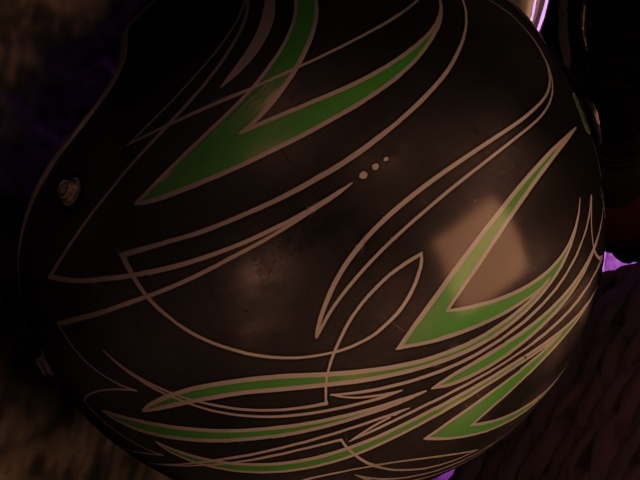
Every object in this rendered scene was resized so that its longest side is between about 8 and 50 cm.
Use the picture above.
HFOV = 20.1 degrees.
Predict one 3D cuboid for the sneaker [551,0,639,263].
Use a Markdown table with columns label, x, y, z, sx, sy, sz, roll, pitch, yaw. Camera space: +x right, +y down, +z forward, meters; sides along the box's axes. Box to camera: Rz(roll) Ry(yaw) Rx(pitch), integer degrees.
| label | x | y | z | sx | sy | sz | roll | pitch | yaw |
| --- | --- | --- | --- | --- | --- | --- | --- | --- | --- |
| sneaker | 0.143 | -0.132 | 0.801 | 0.135 | 0.098 | 0.276 | 23 | 76 | -60 |

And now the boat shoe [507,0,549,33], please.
| label | x | y | z | sx | sy | sz | roll | pitch | yaw |
| --- | --- | --- | --- | --- | --- | --- | --- | --- | --- |
| boat shoe | 0.039 | -0.199 | 0.587 | 0.099 | 0.116 | 0.319 | -34 | 122 | -47 |

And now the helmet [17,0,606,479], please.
| label | x | y | z | sx | sy | sz | roll | pitch | yaw |
| --- | --- | --- | --- | --- | --- | --- | --- | --- | --- |
| helmet | 0.000 | 0.000 | 0.545 | 0.161 | 0.169 | 0.169 | -73 | 154 | -48 |

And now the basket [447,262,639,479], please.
| label | x | y | z | sx | sy | sz | roll | pitch | yaw |
| --- | --- | --- | --- | --- | --- | --- | --- | --- | --- |
| basket | 0.225 | 0.195 | 0.755 | 0.331 | 0.266 | 0.328 | 49 | 51 | -19 |
